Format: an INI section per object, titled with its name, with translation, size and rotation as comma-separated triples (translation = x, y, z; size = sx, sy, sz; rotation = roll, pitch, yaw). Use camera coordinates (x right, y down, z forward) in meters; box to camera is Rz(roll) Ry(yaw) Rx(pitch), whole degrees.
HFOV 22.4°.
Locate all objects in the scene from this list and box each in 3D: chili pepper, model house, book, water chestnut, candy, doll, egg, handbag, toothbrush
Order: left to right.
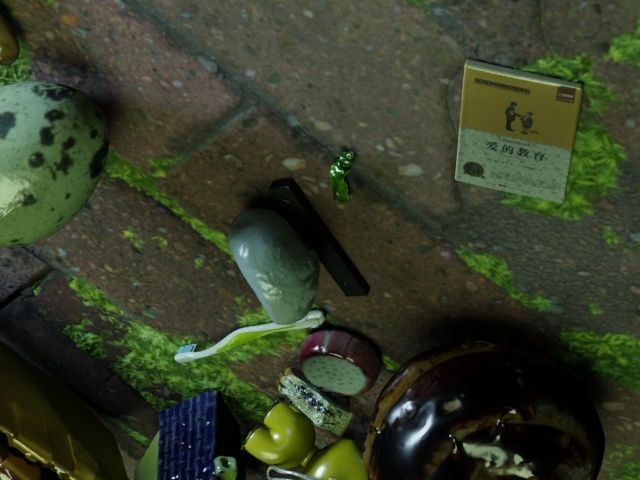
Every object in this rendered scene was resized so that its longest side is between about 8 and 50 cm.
[handbag]
translation = -0.423, 0.239, 2.143
size = 0.401, 0.133, 0.283
rotation = 43, 178, -28
[egg]
translation = -0.329, -0.090, 1.786
size = 0.228, 0.177, 0.177
rotation = -29, 122, 27
[model house]
translation = -0.149, 0.322, 2.198
size = 0.170, 0.194, 0.211
rotation = 15, 133, -14
[toothbrush]
translation = -0.092, 0.124, 2.050
size = 0.263, 0.026, 0.022
rotation = -16, 135, 40
[doll]
translation = 0.013, 0.302, 2.101
size = 0.221, 0.143, 0.135
rotation = 40, 180, 12
[candy]
translation = 0.024, 0.153, 2.013
size = 0.103, 0.043, 0.103
rotation = 14, 142, 11
[chili pepper]
translation = 0.023, -0.071, 1.758
size = 0.027, 0.022, 0.083
rotation = 46, 152, 25
[water chestnut]
translation = 0.182, 0.249, 1.914
size = 0.300, 0.300, 0.300
rotation = 14, 142, 11
[book]
translation = 0.197, -0.107, 1.630
size = 0.118, 0.012, 0.172
rotation = 13, 142, 11

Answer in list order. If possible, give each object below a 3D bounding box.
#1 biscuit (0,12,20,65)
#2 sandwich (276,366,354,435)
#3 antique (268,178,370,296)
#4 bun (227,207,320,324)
[biscuit]
translation = -0.399, -0.279, 1.690
size = 0.164, 0.047, 0.208
rotation = 14, 143, 9
[sandwich]
translation = -0.009, 0.203, 2.059
size = 0.105, 0.036, 0.093
rotation = 32, -173, -7
[antique]
translation = 0.000, 0.000, 1.860
size = 0.031, 0.015, 0.192
rotation = -8, 134, 34
[bun]
translation = -0.046, 0.025, 1.835
size = 0.083, 0.141, 0.141
rotation = -31, 129, 0
